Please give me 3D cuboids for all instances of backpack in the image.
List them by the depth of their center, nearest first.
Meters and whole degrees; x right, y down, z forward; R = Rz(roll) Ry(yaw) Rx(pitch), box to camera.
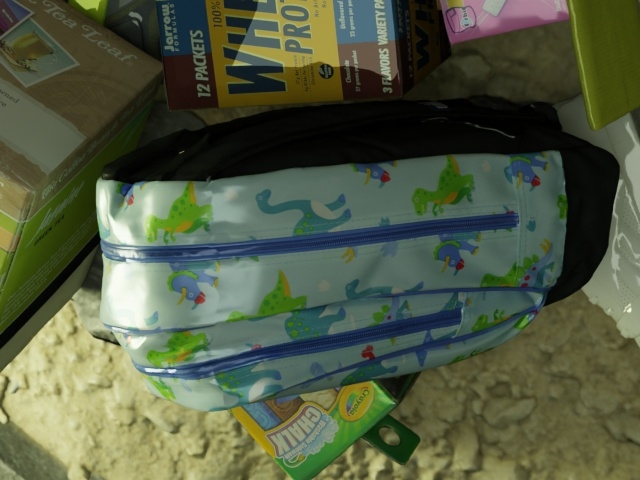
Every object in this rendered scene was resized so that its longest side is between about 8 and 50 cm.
[{"bbox_3d":[0.000,0.000,1.241,0.290,0.355,0.273,15,96,53],"label":"backpack"}]

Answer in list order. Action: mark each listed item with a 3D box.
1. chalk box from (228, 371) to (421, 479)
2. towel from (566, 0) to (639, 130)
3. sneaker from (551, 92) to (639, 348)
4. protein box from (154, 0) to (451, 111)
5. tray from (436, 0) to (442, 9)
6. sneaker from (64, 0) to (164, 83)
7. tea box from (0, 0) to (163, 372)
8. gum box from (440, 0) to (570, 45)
[{"bbox_3d":[0.002,0.124,1.463,0.132,0.132,0.213,-42,90,22],"label":"chalk box"},{"bbox_3d":[0.210,-0.211,1.248,0.021,0.102,0.237,-2,107,40],"label":"towel"},{"bbox_3d":[0.234,0.023,1.386,0.169,0.108,0.292,-19,89,22],"label":"sneaker"},{"bbox_3d":[-0.011,-0.197,1.336,0.200,0.201,0.136,-2,105,17],"label":"protein box"},{"bbox_3d":[0.181,-0.401,1.292,0.203,0.076,0.411,-2,106,16],"label":"tray"},{"bbox_3d":[-0.147,-0.273,1.416,0.121,0.111,0.300,13,116,5],"label":"sneaker"},{"bbox_3d":[-0.361,-0.080,1.413,0.329,0.220,0.323,32,133,5],"label":"tea box"},{"bbox_3d":[0.139,-0.261,1.271,0.107,0.062,0.188,-9,103,18],"label":"gum box"}]
